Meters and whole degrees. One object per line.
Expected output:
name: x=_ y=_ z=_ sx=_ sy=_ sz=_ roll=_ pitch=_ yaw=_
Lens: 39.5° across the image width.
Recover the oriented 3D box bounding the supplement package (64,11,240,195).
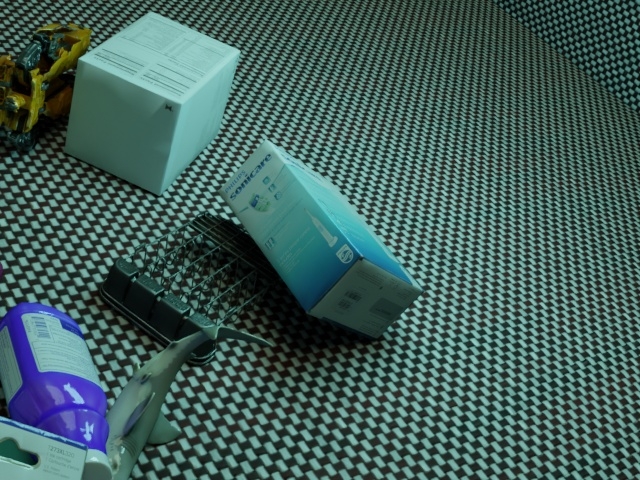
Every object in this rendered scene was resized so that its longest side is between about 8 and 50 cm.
supplement package: x=-0.303 y=-0.256 z=1.628 sx=0.198 sy=0.199 sz=0.263 roll=24 pitch=36 yaw=4

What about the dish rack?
dish rack: x=-0.183 y=0.058 z=1.399 sx=0.208 sy=0.074 sz=0.271 roll=34 pitch=36 yaw=14

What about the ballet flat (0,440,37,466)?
ballet flat: x=-0.401 y=0.249 z=1.027 sx=0.206 sy=0.067 sz=0.073 roll=33 pitch=14 yaw=-39

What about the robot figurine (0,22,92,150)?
robot figurine: x=-0.493 y=-0.282 z=1.576 sx=0.085 sy=0.211 sz=0.291 roll=17 pitch=26 yaw=2

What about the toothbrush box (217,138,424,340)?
toothbrush box: x=0.000 y=0.000 z=1.442 sx=0.216 sy=0.126 sz=0.296 roll=28 pitch=20 yaw=-54

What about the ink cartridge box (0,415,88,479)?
ink cartridge box: x=-0.339 y=0.345 z=0.831 sx=0.175 sy=0.069 sz=0.371 roll=28 pitch=47 yaw=-29

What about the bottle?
bottle: x=-0.323 y=0.193 z=1.090 sx=0.118 sy=0.092 sz=0.283 roll=30 pitch=15 yaw=-42

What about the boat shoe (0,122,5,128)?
boat shoe: x=-0.622 y=-0.259 z=1.591 sx=0.083 sy=0.065 sz=0.183 roll=-4 pitch=49 yaw=-34

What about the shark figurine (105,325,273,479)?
shark figurine: x=-0.198 y=0.208 z=1.147 sx=0.116 sy=0.278 sz=0.166 roll=45 pitch=-12 yaw=-33

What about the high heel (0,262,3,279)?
high heel: x=-0.523 y=0.067 z=1.114 sx=0.244 sy=0.082 sz=0.117 roll=-12 pitch=6 yaw=-27
